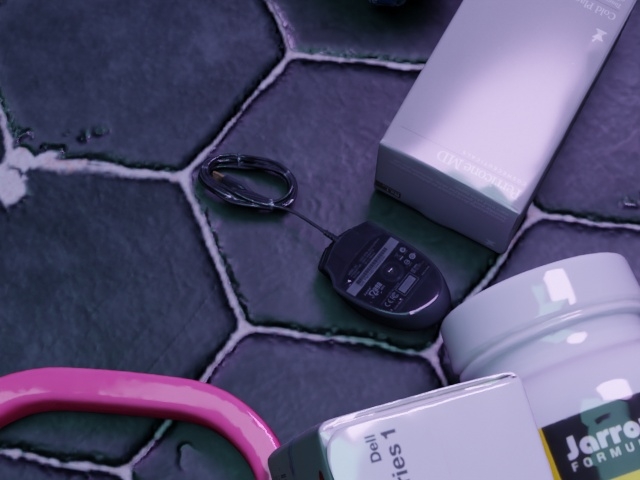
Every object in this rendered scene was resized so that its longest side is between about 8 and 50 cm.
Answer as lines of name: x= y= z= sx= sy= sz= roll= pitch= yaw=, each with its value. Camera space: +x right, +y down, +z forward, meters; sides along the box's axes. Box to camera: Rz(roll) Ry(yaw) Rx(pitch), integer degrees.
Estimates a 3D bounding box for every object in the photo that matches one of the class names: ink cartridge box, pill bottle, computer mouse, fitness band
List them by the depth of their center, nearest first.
ink cartridge box: x=0.059 y=0.203 z=0.684 sx=0.117 sy=0.278 sz=0.201 roll=-14 pitch=79 yaw=-11
pill bottle: x=0.202 y=0.186 z=0.748 sx=0.188 sy=0.188 sz=0.334 roll=-19 pitch=70 yaw=-3
fitness band: x=-0.163 y=0.200 z=0.838 sx=0.291 sy=0.054 sz=0.209 roll=5 pitch=70 yaw=4
computer mouse: x=0.000 y=0.000 z=0.914 sx=0.242 sy=0.041 sz=0.071 roll=34 pitch=67 yaw=21

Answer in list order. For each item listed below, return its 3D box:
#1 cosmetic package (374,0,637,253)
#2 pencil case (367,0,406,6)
cosmetic package: x=0.151 y=-0.125 z=0.912 sx=0.127 sy=0.107 sz=0.238 roll=26 pitch=70 yaw=9
pencil case: x=0.159 y=-0.373 z=0.974 sx=0.386 sy=0.160 sz=0.167 roll=-43 pitch=102 yaw=-12
